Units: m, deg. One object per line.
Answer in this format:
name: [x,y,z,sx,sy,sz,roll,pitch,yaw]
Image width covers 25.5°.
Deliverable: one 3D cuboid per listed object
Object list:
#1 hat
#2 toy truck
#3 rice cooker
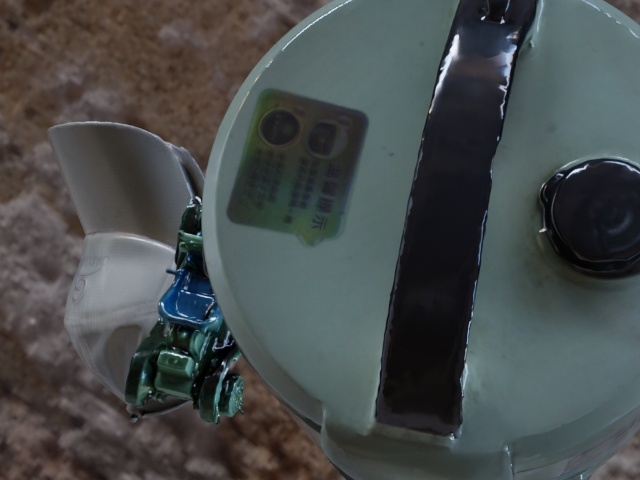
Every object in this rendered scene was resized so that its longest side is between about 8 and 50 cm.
hat: [-0.174,0.019,1.185,0.226,0.164,0.219,50,-28,-22]
toy truck: [-0.078,0.042,0.958,0.080,0.154,0.078,12,-24,13]
rice cooker: [0.060,0.008,0.625,0.226,0.226,0.244,40,-9,13]
